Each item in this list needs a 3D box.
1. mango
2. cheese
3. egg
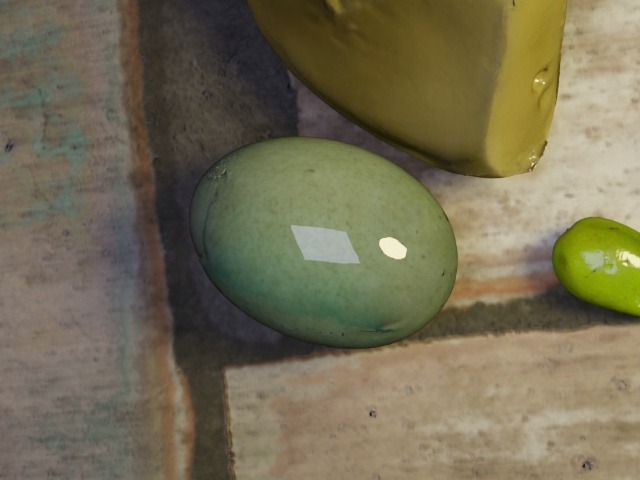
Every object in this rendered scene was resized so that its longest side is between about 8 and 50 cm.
[{"bbox_3d":[0.244,0.025,1.068,0.108,0.056,0.073,33,103,2],"label":"mango"},{"bbox_3d":[0.052,-0.199,1.050,0.316,0.128,0.259,32,134,29],"label":"cheese"},{"bbox_3d":[0.000,0.000,1.079,0.236,0.169,0.169,15,94,16],"label":"egg"}]
